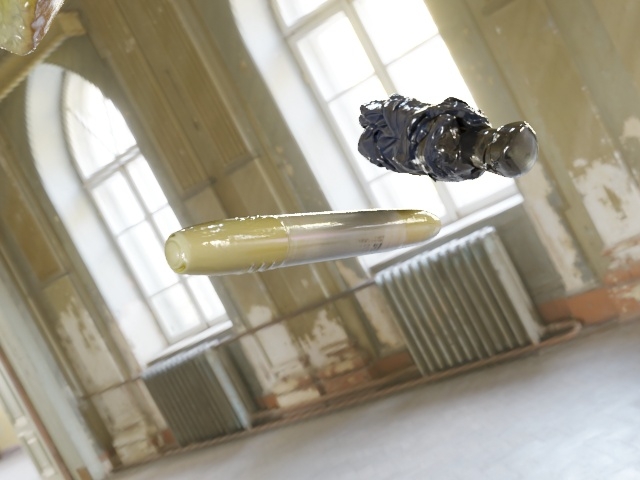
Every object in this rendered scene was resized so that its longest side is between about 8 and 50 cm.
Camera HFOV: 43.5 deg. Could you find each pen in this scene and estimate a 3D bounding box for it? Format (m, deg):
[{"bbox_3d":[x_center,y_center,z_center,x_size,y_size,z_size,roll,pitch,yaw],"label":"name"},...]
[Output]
[{"bbox_3d":[0.000,0.000,0.494,0.233,0.032,0.040,-5,-20,-48],"label":"pen"}]

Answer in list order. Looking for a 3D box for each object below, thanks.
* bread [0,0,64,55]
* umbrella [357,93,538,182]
[{"bbox_3d":[-0.119,-0.141,0.328,0.154,0.054,0.136,-77,4,-62],"label":"bread"},{"bbox_3d":[0.082,-0.064,0.556,0.071,0.071,0.248,-28,19,-7],"label":"umbrella"}]
